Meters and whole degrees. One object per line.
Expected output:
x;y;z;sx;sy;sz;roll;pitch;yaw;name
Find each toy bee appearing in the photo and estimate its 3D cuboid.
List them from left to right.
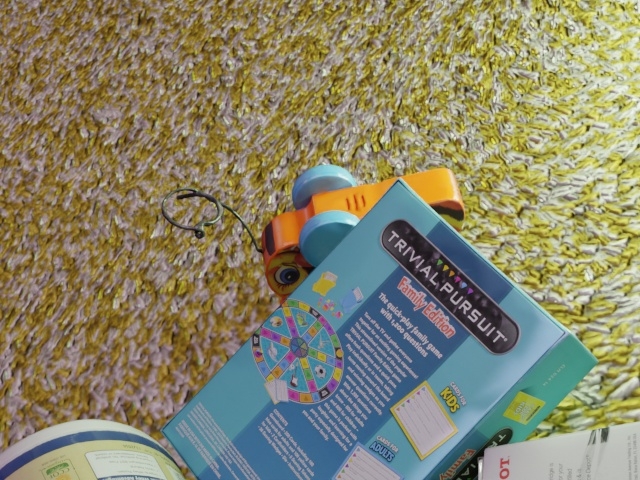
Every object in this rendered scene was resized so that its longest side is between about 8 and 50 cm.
0.000;0.000;1.548;0.298;0.162;0.195;10;45;11;toy bee

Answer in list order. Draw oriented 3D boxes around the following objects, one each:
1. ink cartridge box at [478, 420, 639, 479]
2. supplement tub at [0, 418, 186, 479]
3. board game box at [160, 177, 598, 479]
0.236;0.234;1.178;0.203;0.086;0.148;-14;45;25;ink cartridge box
-0.176;0.330;1.259;0.228;0.228;0.316;-38;40;-3;supplement tub
0.046;0.145;1.331;0.336;0.079;0.254;-46;50;3;board game box
